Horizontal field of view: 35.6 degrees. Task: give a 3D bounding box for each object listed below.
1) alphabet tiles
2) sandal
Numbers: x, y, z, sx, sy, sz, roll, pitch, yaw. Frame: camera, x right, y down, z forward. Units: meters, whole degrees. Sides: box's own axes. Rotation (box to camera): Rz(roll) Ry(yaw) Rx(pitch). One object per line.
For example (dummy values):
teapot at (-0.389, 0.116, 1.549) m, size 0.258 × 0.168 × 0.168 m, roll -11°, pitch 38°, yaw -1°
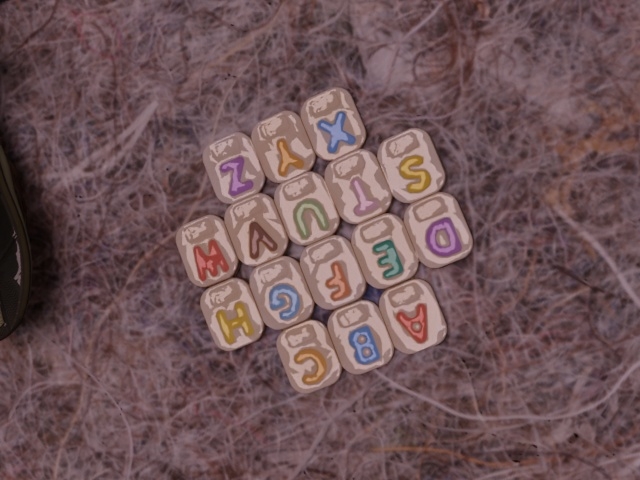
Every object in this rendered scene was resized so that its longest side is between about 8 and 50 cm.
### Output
alphabet tiles at (0.000, 0.000, 1.000) m, size 0.284 × 0.021 × 0.278 m, roll -22°, pitch 84°, yaw 10°
sandal at (-0.354, -0.038, 1.050) m, size 0.120 × 0.086 × 0.303 m, roll -22°, pitch 69°, yaw 16°
